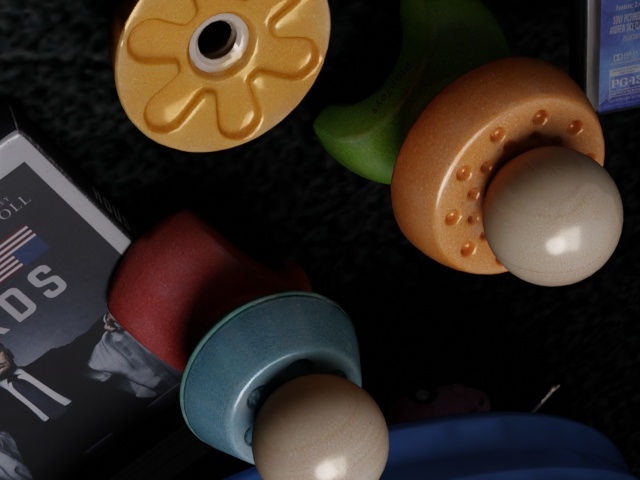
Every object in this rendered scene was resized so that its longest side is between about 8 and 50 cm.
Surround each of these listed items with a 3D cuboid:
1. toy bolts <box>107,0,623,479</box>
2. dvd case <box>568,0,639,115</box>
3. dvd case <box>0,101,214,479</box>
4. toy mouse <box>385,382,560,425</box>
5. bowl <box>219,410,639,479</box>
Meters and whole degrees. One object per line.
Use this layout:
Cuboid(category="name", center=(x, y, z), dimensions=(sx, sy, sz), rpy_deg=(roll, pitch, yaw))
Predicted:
Cuboid(category="toy bolts", center=(0.000, 0.000, 0.858), dimensions=(0.218, 0.158, 0.228), rpy_deg=(20, 110, -39))
Cuboid(category="dvd case", center=(0.195, -0.186, 0.875), dimensions=(0.180, 0.022, 0.253), rpy_deg=(-11, 120, -15))
Cuboid(category="dvd case", center=(-0.148, 0.060, 0.955), dimensions=(0.179, 0.029, 0.239), rpy_deg=(-36, 134, 6))
Cuboid(category="toy mouse", center=(0.078, 0.125, 1.114), dimensions=(0.143, 0.031, 0.161), rpy_deg=(-27, 134, -1))
Cuboid(category="bowl", center=(0.003, 0.214, 1.055), dimensions=(0.391, 0.077, 0.391), rpy_deg=(-17, 151, -10))
